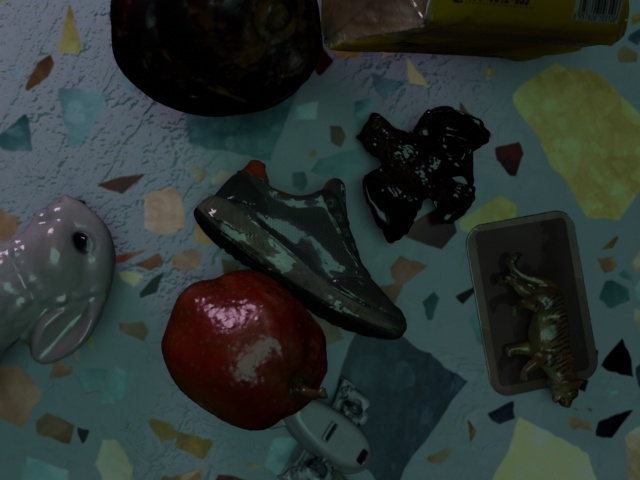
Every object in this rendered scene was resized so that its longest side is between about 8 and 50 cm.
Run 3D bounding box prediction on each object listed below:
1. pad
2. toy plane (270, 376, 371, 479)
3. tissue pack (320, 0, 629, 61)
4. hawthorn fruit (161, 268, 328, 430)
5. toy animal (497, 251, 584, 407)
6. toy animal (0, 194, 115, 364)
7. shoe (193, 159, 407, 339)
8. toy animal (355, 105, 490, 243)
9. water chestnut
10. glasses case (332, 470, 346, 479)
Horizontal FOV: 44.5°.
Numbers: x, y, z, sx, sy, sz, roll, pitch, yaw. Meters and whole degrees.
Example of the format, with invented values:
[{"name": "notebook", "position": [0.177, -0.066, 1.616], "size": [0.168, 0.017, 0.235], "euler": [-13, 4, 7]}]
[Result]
[{"name": "pad", "position": [0.324, 0.095, 1.194], "size": [0.176, 0.002, 0.266], "euler": [-10, 91, -7]}, {"name": "toy plane", "position": [-0.002, 0.271, 1.116], "size": [0.174, 0.080, 0.173], "euler": [5, 73, -17]}, {"name": "tissue pack", "position": [0.199, -0.386, 0.996], "size": [0.382, 0.228, 0.293], "euler": [-8, 101, -37]}, {"name": "hawthorn fruit", "position": [-0.085, 0.152, 1.022], "size": [0.205, 0.253, 0.205], "euler": [-23, 128, -32]}, {"name": "toy animal", "position": [0.327, 0.134, 1.169], "size": [0.099, 0.057, 0.241], "euler": [-8, 89, -13]}, {"name": "toy animal", "position": [-0.428, 0.097, 1.024], "size": [0.358, 0.194, 0.257], "euler": [-24, 82, -14]}, {"name": "shoe", "position": [0.000, 0.000, 1.106], "size": [0.337, 0.132, 0.171], "euler": [34, 76, -2]}, {"name": "toy animal", "position": [0.135, -0.107, 1.142], "size": [0.179, 0.116, 0.218], "euler": [40, 91, 24]}, {"name": "water chestnut", "position": [-0.133, -0.297, 1.015], "size": [0.289, 0.289, 0.244], "euler": [2, 60, -7]}, {"name": "glasses case", "position": [0.079, 0.467, 1.120], "size": [0.308, 0.083, 0.128], "euler": [43, 85, -5]}]
